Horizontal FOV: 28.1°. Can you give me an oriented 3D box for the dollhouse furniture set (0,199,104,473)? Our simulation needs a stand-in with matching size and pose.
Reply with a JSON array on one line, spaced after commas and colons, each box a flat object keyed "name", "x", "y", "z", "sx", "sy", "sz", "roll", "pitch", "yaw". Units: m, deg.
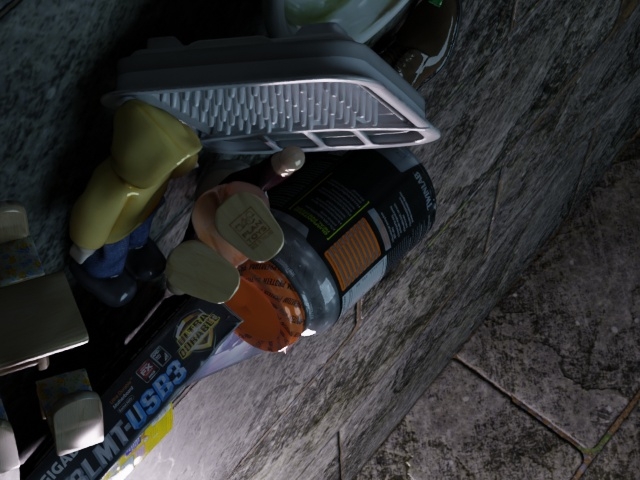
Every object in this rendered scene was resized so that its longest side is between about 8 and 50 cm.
[{"name": "dollhouse furniture set", "x": -0.320, "y": 0.077, "z": 1.057, "sx": 0.242, "sy": 0.212, "sz": 0.161, "roll": -17, "pitch": 150, "yaw": -18}]

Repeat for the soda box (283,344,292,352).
[{"name": "soda box", "x": -0.064, "y": 0.101, "z": 1.900, "sx": 0.058, "sy": 0.063, "sz": 0.183, "roll": -49, "pitch": 162, "yaw": -17}]

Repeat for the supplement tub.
[{"name": "supplement tub", "x": 0.000, "y": 0.000, "z": 1.746, "sx": 0.316, "sy": 0.193, "sz": 0.193, "roll": -41, "pitch": 158, "yaw": -35}]

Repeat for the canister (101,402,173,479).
[{"name": "canister", "x": -0.280, "y": 0.277, "z": 1.738, "sx": 0.170, "sy": 0.073, "sz": 0.126, "roll": -45, "pitch": 160, "yaw": -30}]

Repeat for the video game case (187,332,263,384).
[{"name": "video game case", "x": -0.116, "y": 0.115, "z": 1.937, "sx": 0.274, "sy": 0.026, "sz": 0.196, "roll": -15, "pitch": 138, "yaw": -62}]

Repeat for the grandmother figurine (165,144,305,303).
[{"name": "grandmother figurine", "x": -0.100, "y": -0.032, "z": 1.408, "sx": 0.208, "sy": 0.104, "sz": 0.342, "roll": -36, "pitch": -168, "yaw": 1}]

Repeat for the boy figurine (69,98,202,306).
[{"name": "boy figurine", "x": -0.182, "y": -0.050, "z": 1.305, "sx": 0.177, "sy": 0.092, "sz": 0.285, "roll": -42, "pitch": 170, "yaw": -35}]

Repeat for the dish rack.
[{"name": "dish rack", "x": -0.041, "y": -0.153, "z": 1.320, "sx": 0.333, "sy": 0.285, "sz": 0.072, "roll": 17, "pitch": 73, "yaw": -71}]

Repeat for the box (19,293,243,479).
[{"name": "box", "x": -0.233, "y": 0.186, "z": 1.513, "sx": 0.295, "sy": 0.073, "sz": 0.293, "roll": -49, "pitch": -175, "yaw": -13}]

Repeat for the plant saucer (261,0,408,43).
[{"name": "plant saucer", "x": 0.046, "y": -0.376, "z": 1.329, "sx": 0.400, "sy": 0.100, "sz": 0.400, "roll": -47, "pitch": 160, "yaw": -23}]

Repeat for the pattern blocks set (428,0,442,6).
[{"name": "pattern blocks set", "x": 0.199, "y": -0.433, "z": 1.533, "sx": 0.285, "sy": 0.026, "sz": 0.325, "roll": -78, "pitch": -169, "yaw": -45}]

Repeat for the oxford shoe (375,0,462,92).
[{"name": "oxford shoe", "x": 0.120, "y": -0.253, "z": 1.775, "sx": 0.227, "sy": 0.083, "sz": 0.096, "roll": -59, "pitch": 157, "yaw": 10}]
